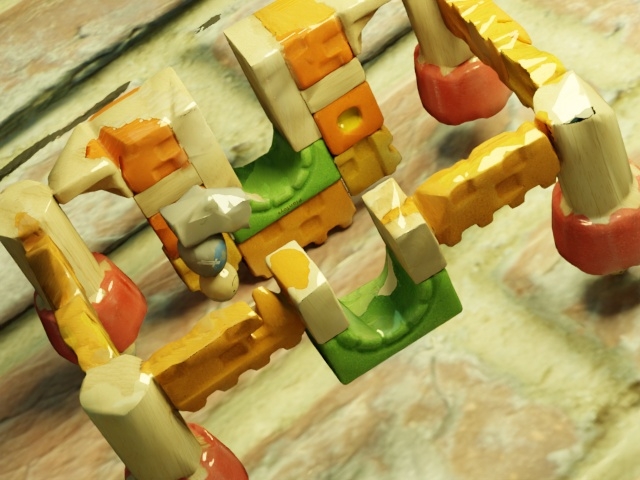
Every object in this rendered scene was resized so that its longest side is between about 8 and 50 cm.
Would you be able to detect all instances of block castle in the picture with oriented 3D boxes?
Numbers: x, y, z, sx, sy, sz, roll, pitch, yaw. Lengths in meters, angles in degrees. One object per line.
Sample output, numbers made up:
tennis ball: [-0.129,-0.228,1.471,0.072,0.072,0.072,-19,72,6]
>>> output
block castle: [0.000,0.000,1.301,0.453,0.213,0.303,-33,47,-5]
